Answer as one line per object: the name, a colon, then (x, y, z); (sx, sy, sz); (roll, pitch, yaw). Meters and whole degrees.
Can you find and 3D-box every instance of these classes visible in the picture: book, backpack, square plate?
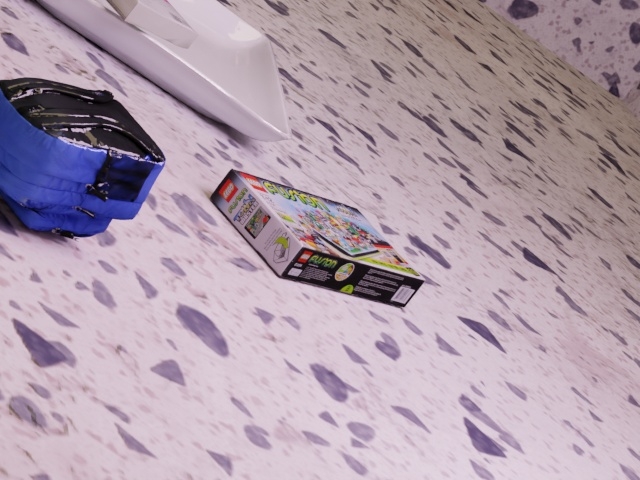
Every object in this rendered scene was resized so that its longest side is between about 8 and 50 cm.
book: (-0.189, -0.251, 1.913); (0.096, 0.035, 0.144); (23, 22, -53)
backpack: (-0.188, -0.057, 1.398); (0.120, 0.101, 0.098); (14, 21, -48)
square plate: (-0.189, -0.241, 2.035); (0.347, 0.049, 0.344); (33, 16, -17)

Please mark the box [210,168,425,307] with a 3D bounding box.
box: (0.000, 0.000, 1.789); (0.114, 0.036, 0.207); (47, 18, 31)
